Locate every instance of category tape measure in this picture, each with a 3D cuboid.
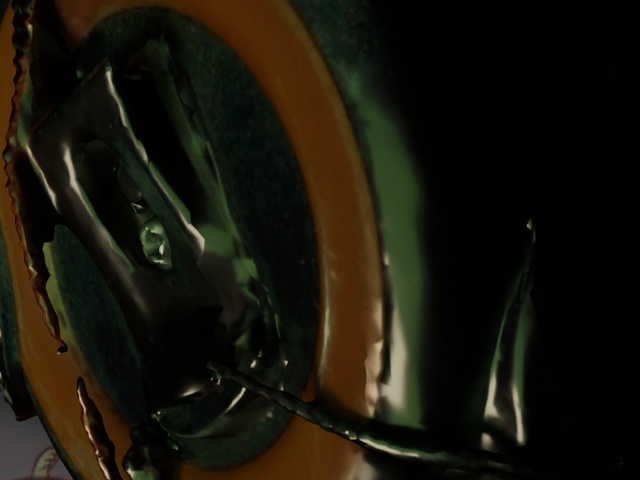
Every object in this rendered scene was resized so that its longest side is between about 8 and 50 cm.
[{"bbox_3d":[0.000,0.000,0.398,0.202,0.135,0.223,-39,74,48],"label":"tape measure"}]

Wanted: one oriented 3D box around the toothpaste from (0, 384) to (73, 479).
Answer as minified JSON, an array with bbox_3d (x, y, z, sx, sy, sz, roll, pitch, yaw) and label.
[{"bbox_3d":[-0.106,0.103,0.624,0.371,0.080,0.125,24,120,31],"label":"toothpaste"}]
